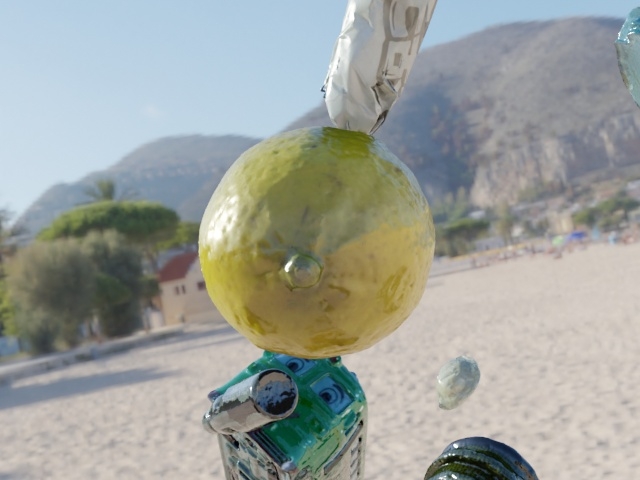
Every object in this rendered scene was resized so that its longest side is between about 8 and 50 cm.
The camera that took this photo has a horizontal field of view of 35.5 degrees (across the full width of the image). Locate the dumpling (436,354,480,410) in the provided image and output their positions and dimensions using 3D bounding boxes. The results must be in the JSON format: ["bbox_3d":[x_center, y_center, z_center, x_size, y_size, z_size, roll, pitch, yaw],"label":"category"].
[{"bbox_3d":[0.184,0.184,1.315,0.059,0.043,0.077,-2,29,41],"label":"dumpling"}]

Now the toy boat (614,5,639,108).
[{"bbox_3d":[0.437,-0.220,1.228,0.088,0.102,0.215,29,-16,44],"label":"toy boat"}]

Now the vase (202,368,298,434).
[{"bbox_3d":[-0.096,0.201,1.195,0.060,0.060,0.211,-10,-13,-31],"label":"vase"}]

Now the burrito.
[{"bbox_3d":[0.088,-0.295,1.165,0.101,0.446,0.139,21,10,16],"label":"burrito"}]

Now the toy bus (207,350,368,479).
[{"bbox_3d":[-0.034,0.298,1.473,0.199,0.183,0.343,-38,-27,-24],"label":"toy bus"}]

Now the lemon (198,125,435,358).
[{"bbox_3d":[0.000,0.000,1.061,0.245,0.245,0.320,-12,10,10],"label":"lemon"}]

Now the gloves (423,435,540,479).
[{"bbox_3d":[0.017,0.160,0.468,0.135,0.107,0.268,-14,-10,43],"label":"gloves"}]
